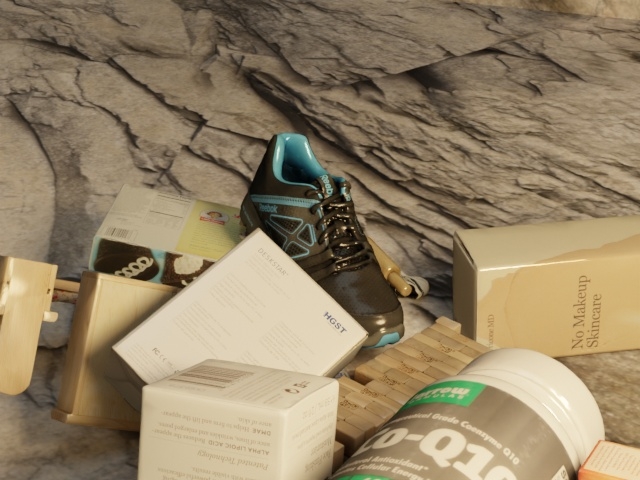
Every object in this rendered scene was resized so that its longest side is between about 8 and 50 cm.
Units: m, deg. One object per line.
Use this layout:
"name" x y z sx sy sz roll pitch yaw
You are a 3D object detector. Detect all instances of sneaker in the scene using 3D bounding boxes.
"sneaker" 0.000 0.000 1.849 0.125 0.139 0.341 -10 43 -32
"sneaker" 0.107 0.060 2.014 0.083 0.031 0.037 11 27 26

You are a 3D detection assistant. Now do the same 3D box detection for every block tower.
"block tower" 0.068 0.196 1.633 0.097 0.090 0.335 25 35 33

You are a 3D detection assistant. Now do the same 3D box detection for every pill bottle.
"pill bottle" 0.124 0.252 1.378 0.204 0.204 0.361 12 27 27

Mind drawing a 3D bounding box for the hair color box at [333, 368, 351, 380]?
"hair color box" -0.021 0.164 1.765 0.093 0.053 0.167 -8 24 -12

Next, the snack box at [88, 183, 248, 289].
"snack box" -0.140 0.012 2.027 0.322 0.060 0.187 12 25 1

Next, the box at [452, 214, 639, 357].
"box" 0.331 0.059 1.871 0.311 0.148 0.121 -6 25 -8

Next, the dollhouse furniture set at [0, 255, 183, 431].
"dollhouse furniture set" -0.331 0.117 1.789 0.303 0.173 0.356 13 -5 -34

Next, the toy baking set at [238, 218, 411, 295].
"toy baking set" 0.000 0.020 1.964 0.197 0.030 0.256 -1 31 -28

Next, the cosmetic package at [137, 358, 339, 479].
"cosmetic package" -0.081 0.227 1.433 0.152 0.183 0.151 7 10 20

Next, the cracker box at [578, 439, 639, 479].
"cracker box" 0.352 0.288 1.342 0.232 0.155 0.067 11 27 26

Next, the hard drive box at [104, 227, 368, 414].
"hard drive box" -0.093 0.128 1.631 0.181 0.089 0.232 44 61 11
